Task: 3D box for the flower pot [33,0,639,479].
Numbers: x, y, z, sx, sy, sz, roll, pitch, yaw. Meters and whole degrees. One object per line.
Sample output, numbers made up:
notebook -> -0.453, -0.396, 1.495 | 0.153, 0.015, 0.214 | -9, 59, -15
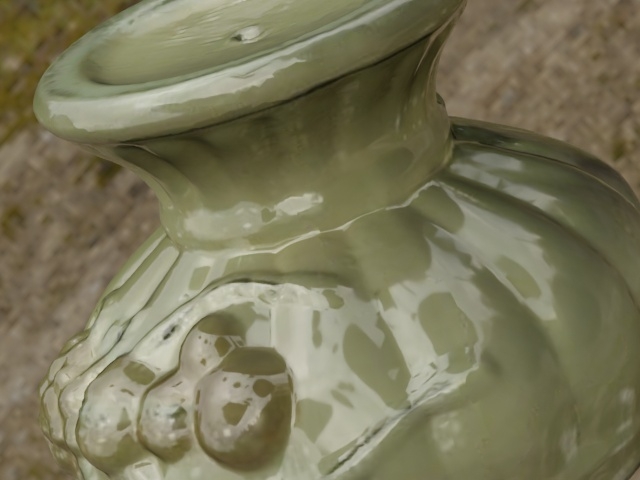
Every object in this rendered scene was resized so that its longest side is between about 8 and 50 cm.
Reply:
flower pot -> 0.000, 0.000, 0.879 | 0.307, 0.244, 0.307 | -18, 19, 6
